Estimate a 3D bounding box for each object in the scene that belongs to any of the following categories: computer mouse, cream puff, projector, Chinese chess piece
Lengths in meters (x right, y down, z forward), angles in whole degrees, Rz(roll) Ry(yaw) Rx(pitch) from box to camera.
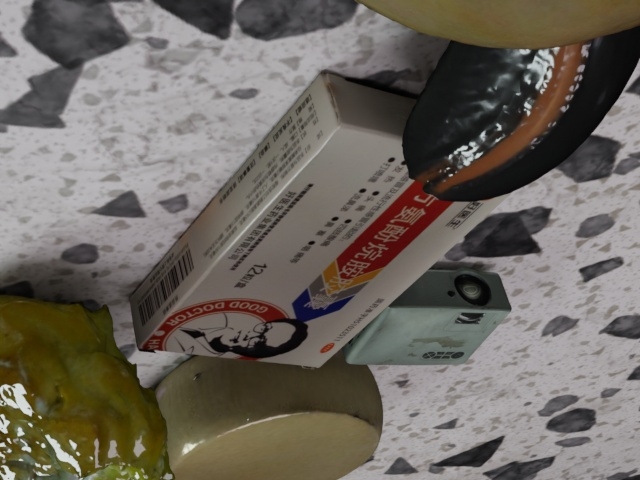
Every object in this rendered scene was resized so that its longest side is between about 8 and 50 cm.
[{"bbox_3d":[0.171,-0.141,0.915,0.183,0.116,0.323,-46,170,-43],"label":"computer mouse"},{"bbox_3d":[-0.244,0.171,1.193,0.282,0.282,0.185,-35,-175,29],"label":"cream puff"},{"bbox_3d":[0.106,0.077,1.331,0.147,0.061,0.115,2,145,-26],"label":"projector"},{"bbox_3d":[-0.063,0.204,1.421,0.273,0.102,0.273,-12,149,-7],"label":"Chinese chess piece"}]

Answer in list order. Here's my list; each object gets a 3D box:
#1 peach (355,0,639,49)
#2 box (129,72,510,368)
[{"bbox_3d":[0.112,-0.241,0.669,0.292,0.247,0.292,-6,124,-9],"label":"peach"},{"bbox_3d":[0.000,0.000,1.167,0.214,0.069,0.353,10,142,-34],"label":"box"}]
